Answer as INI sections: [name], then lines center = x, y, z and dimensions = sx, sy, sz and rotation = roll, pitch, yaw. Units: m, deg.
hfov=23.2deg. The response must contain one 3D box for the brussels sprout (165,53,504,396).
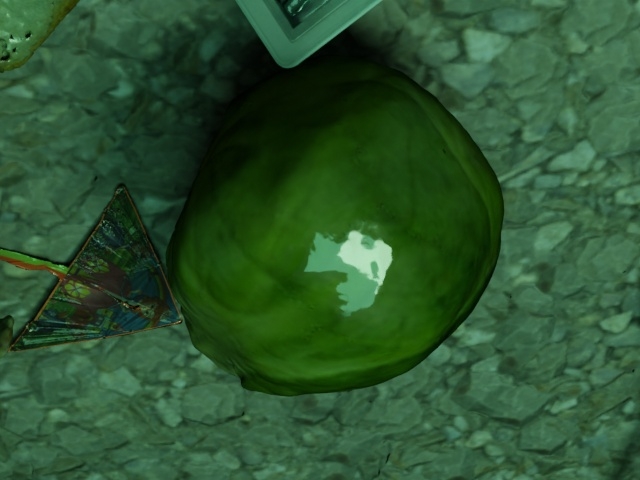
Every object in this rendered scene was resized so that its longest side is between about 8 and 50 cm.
[brussels sprout]
center = 0.000, 0.000, 1.044
dimensions = 0.210, 0.219, 0.271
rotation = 36, 140, -14

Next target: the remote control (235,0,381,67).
[remote control]
center = 0.064, -0.226, 0.940
dimensions = 0.293, 0.051, 0.103
rotation = -34, 86, 22

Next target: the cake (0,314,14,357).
[cake]
center = -0.365, 0.114, 1.091
dimensions = 0.286, 0.222, 0.227
rotation = 13, 131, -18

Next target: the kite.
[kite]
center = -0.175, 0.032, 1.180
dimensions = 0.159, 0.010, 0.190
rotation = 25, 123, -24

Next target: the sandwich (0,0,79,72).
[sandwich]
center = -0.186, -0.235, 0.889
dimensions = 0.226, 0.087, 0.251
rotation = 35, 118, -27
